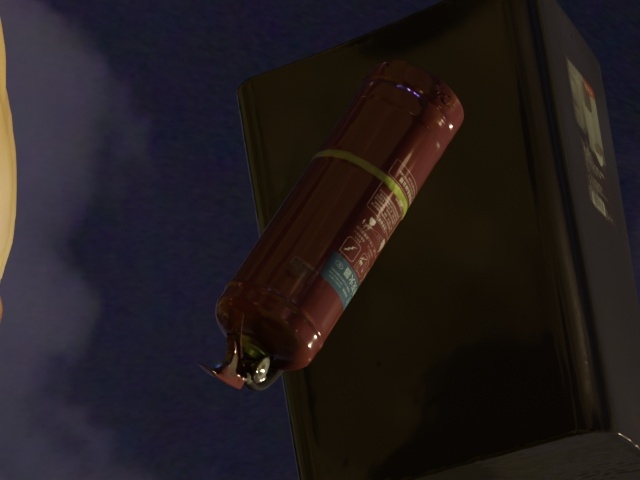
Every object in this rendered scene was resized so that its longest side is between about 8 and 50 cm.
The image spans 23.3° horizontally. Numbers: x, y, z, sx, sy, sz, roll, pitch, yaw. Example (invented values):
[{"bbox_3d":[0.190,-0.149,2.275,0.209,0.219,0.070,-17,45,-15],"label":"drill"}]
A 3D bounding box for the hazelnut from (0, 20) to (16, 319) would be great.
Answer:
[{"bbox_3d":[-0.186,-0.062,0.414,0.261,0.261,0.241,38,-112,23],"label":"hazelnut"}]

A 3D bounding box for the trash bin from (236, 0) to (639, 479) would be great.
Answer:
[{"bbox_3d":[0.060,0.015,0.731,0.165,0.115,0.225,-19,-122,22],"label":"trash bin"}]

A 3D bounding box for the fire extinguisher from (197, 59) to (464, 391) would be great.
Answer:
[{"bbox_3d":[0.000,0.000,0.505,0.039,0.056,0.132,23,-117,20],"label":"fire extinguisher"}]
